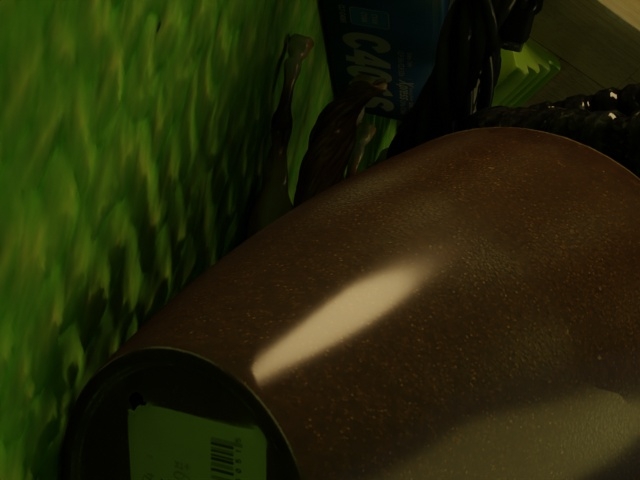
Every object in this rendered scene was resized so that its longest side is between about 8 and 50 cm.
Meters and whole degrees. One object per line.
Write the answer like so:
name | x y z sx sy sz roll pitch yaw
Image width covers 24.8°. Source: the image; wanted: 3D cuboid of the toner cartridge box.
toner cartridge box | 0.053 -0.203 0.815 0.348 0.075 0.165 75 28 -74

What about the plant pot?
plant pot | 0.020 0.071 0.562 0.230 0.215 0.215 -12 117 -55

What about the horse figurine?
horse figurine | 0.000 0.000 0.796 0.263 0.066 0.175 80 18 -73

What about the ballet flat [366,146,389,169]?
ballet flat | 0.104 -0.030 1.067 0.409 0.147 0.147 -32 135 -66

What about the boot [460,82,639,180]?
boot | 0.094 0.061 0.740 0.131 0.347 0.260 -36 112 -58

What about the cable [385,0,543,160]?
cable | 0.072 -0.095 0.764 0.151 0.047 0.184 -61 172 -8

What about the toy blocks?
toy blocks | 0.220 -0.181 1.101 0.191 0.261 0.381 -44 -150 31
